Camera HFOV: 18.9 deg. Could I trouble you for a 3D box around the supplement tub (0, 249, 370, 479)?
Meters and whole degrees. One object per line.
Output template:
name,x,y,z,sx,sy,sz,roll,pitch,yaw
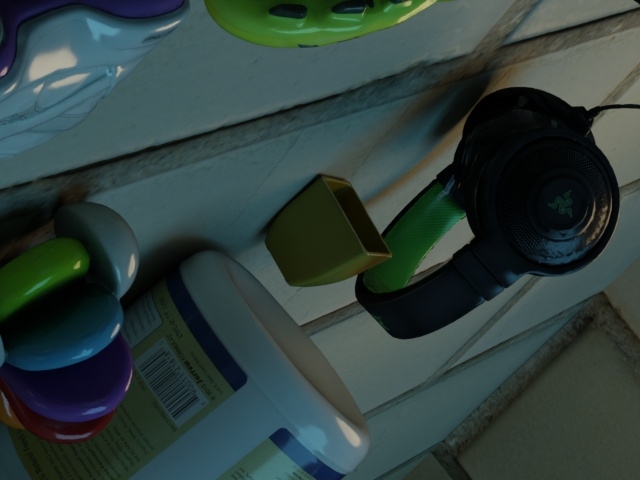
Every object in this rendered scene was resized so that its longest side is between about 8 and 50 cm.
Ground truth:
supplement tub,-0.142,0.185,1.624,0.316,0.228,0.228,-39,166,5

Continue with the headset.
headset,0.177,-0.078,1.736,0.394,0.185,0.243,-38,-164,12

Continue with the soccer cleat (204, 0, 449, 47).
soccer cleat,0.036,-0.169,1.222,0.289,0.093,0.121,-26,169,-38

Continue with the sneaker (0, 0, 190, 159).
sneaker,-0.186,-0.074,0.912,0.152,0.114,0.305,-48,163,31

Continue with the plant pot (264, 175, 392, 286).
plant pot,0.000,0.000,1.710,0.083,0.081,0.081,-32,168,15

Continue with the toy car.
toy car,-0.189,0.072,1.331,0.159,0.136,0.182,-30,164,-29
